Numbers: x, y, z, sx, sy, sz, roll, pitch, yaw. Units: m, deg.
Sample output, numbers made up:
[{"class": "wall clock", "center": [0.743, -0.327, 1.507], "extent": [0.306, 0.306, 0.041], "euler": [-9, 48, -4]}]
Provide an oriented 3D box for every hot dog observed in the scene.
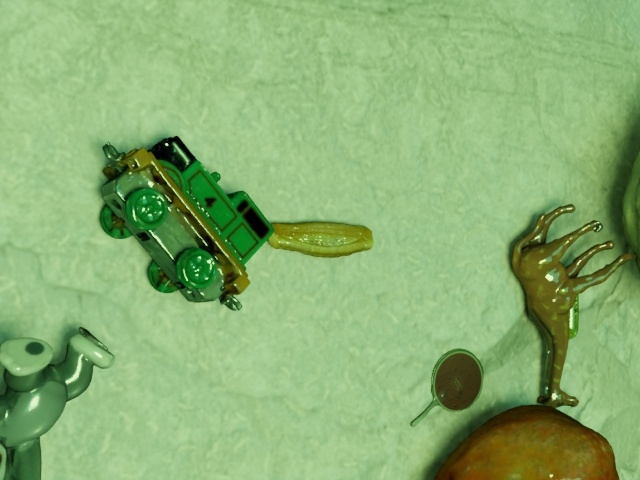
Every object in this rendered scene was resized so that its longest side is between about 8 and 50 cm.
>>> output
[{"class": "hot dog", "center": [0.000, 0.000, 0.999], "extent": [0.137, 0.028, 0.044], "euler": [0, 65, -29]}]

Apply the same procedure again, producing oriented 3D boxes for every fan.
[{"class": "fan", "center": [0.165, 0.200, 1.097], "extent": [0.133, 0.005, 0.085], "euler": [-40, 108, -21]}]

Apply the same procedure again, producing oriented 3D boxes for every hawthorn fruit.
[{"class": "hawthorn fruit", "center": [0.233, 0.320, 1.027], "extent": [0.262, 0.210, 0.210], "euler": [-17, 98, -17]}]

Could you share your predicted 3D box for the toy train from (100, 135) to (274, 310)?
[{"class": "toy train", "center": [-0.142, -0.024, 0.898], "extent": [0.136, 0.091, 0.228], "euler": [-45, 108, -30]}]

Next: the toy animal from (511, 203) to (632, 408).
[{"class": "toy animal", "center": [0.328, 0.094, 1.137], "extent": [0.224, 0.066, 0.230], "euler": [43, 93, -9]}]

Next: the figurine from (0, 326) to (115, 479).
[{"class": "figurine", "center": [-0.327, 0.168, 0.784], "extent": [0.265, 0.140, 0.193], "euler": [-55, 136, -28]}]

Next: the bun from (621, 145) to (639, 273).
[{"class": "bun", "center": [0.540, -0.049, 1.157], "extent": [0.365, 0.219, 0.365], "euler": [1, 88, -41]}]

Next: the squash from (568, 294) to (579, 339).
[{"class": "squash", "center": [0.349, 0.097, 1.175], "extent": [0.027, 0.027, 0.083], "euler": [-3, 93, -26]}]
